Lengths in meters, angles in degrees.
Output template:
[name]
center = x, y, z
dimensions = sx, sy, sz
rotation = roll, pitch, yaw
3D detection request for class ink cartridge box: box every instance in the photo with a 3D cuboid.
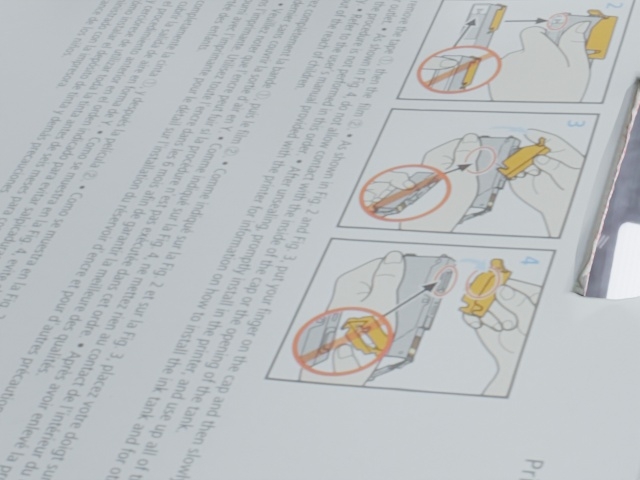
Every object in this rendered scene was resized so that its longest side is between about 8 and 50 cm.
[ink cartridge box]
center = 0.000, 0.000, 0.472
dimensions = 0.261, 0.296, 0.066
rotation = 6, 132, 19

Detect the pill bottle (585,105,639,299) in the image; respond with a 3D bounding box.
[pill bottle]
center = 0.121, -0.058, 0.785
dimensions = 0.130, 0.245, 0.130
rotation = 11, 179, 0
